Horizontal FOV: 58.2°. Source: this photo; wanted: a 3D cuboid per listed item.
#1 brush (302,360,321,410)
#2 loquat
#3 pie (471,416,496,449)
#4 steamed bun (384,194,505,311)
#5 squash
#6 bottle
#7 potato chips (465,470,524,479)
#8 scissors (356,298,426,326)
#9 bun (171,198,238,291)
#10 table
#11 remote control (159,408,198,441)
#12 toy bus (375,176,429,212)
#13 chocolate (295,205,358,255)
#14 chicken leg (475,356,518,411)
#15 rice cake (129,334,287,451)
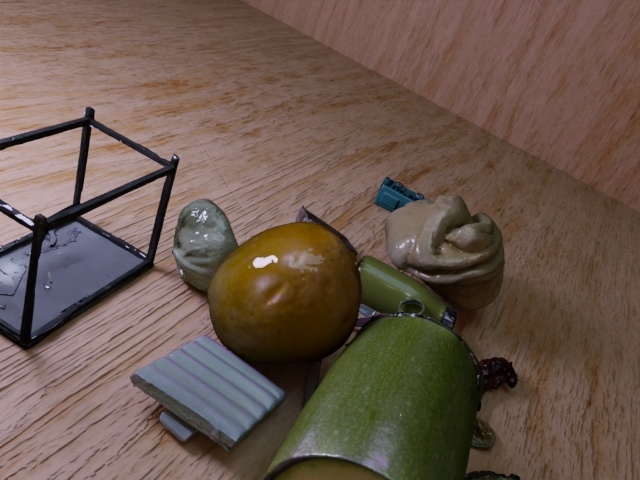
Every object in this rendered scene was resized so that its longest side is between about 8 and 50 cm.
[{"bbox_3d":[-0.015,0.249,1.115,0.042,0.039,0.299,18,34,-3],"label":"brush"},{"bbox_3d":[-0.061,0.095,1.071,0.283,0.276,0.276,-8,30,10],"label":"loquat"},{"bbox_3d":[0.309,0.379,1.141,0.084,0.020,0.084,17,31,-11],"label":"pie"},{"bbox_3d":[0.333,0.013,1.460,0.372,0.230,0.325,27,19,-38],"label":"steamed bun"},{"bbox_3d":[0.102,0.301,0.889,0.263,0.263,0.384,29,31,9],"label":"squash"},{"bbox_3d":[0.191,0.137,1.343,0.260,0.112,0.112,28,31,7],"label":"bottle"},{"bbox_3d":[0.328,0.492,0.980,0.202,0.029,0.220,7,32,-25],"label":"potato chips"},{"bbox_3d":[0.134,0.178,1.272,0.187,0.134,0.020,14,-12,3],"label":"scissors"},{"bbox_3d":[-0.245,0.018,1.201,0.126,0.204,0.212,-19,10,-18],"label":"bun"},{"bbox_3d":[-0.459,-0.041,1.019,0.222,0.272,0.335,30,31,9],"label":"table"},{"bbox_3d":[-0.191,0.273,0.958,0.061,0.029,0.162,37,29,18],"label":"remote control"},{"bbox_3d":[0.253,-0.126,1.822,0.160,0.079,0.092,31,32,8],"label":"toy bus"},{"bbox_3d":[-0.002,0.000,1.398,0.157,0.080,0.254,37,5,-11],"label":"chocolate"},{"bbox_3d":[0.369,0.305,1.267,0.219,0.048,0.089,-11,42,-44],"label":"chicken leg"},{"bbox_3d":[-0.176,0.242,0.950,0.198,0.037,0.189,34,28,18],"label":"rice cake"}]
